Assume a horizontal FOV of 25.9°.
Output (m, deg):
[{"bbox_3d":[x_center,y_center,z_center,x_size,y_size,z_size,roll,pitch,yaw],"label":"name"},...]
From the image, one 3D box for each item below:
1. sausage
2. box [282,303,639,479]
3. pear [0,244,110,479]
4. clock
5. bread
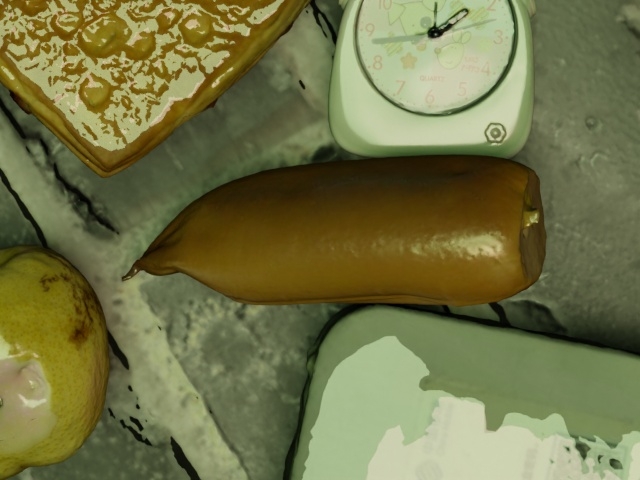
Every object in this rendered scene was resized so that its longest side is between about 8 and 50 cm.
[{"bbox_3d":[0.001,-0.003,1.021,0.328,0.112,0.112,-3,100,18],"label":"sausage"},{"bbox_3d":[0.153,0.266,1.051,0.396,0.111,0.396,12,87,1],"label":"box"},{"bbox_3d":[-0.237,0.092,1.030,0.178,0.178,0.178,0,100,2],"label":"pear"},{"bbox_3d":[0.085,-0.153,1.031,0.151,0.062,0.191,4,99,2],"label":"clock"},{"bbox_3d":[-0.140,-0.186,1.019,0.235,0.099,0.210,-45,98,3],"label":"bread"}]
